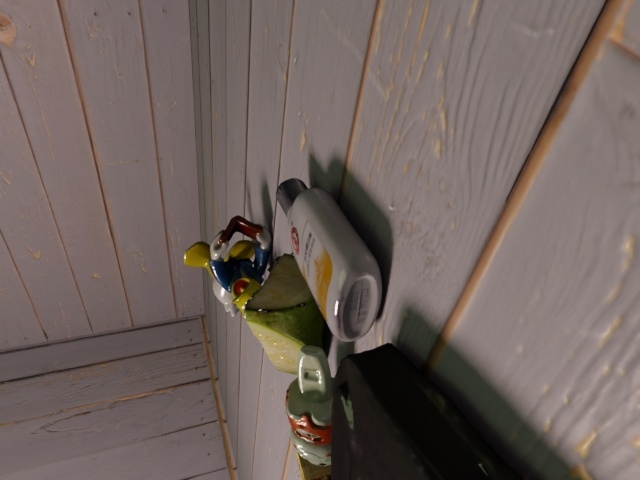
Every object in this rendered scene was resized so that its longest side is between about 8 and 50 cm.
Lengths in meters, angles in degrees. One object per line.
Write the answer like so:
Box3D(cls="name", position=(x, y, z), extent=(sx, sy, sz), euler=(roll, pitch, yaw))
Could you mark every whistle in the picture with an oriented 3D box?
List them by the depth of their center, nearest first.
Box3D(cls="whistle", position=(-0.002, 0.269, 0.788), extent=(0.106, 0.102, 0.253), euler=(-114, 19, -61))

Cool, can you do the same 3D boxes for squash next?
Box3D(cls="squash", position=(-0.051, 0.186, 0.872), extent=(0.203, 0.111, 0.288), euler=(-61, -20, -60))

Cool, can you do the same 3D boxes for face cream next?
Box3D(cls="face cream", position=(0.000, 0.000, 0.715), extent=(0.291, 0.071, 0.144), euler=(-119, 27, -48))

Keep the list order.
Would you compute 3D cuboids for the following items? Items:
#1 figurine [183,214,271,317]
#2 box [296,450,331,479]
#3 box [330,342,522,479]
Box3D(cls="figurine", position=(-0.164, 0.077, 1.182), extent=(0.338, 0.205, 0.283), euler=(51, 139, 37))
Box3D(cls="box", position=(0.009, 0.426, 0.870), extent=(0.020, 0.073, 0.149), euler=(110, 148, -51))
Box3D(cls="box", position=(0.103, 0.325, 0.508), extent=(0.350, 0.091, 0.359), euler=(-134, 40, -62))
